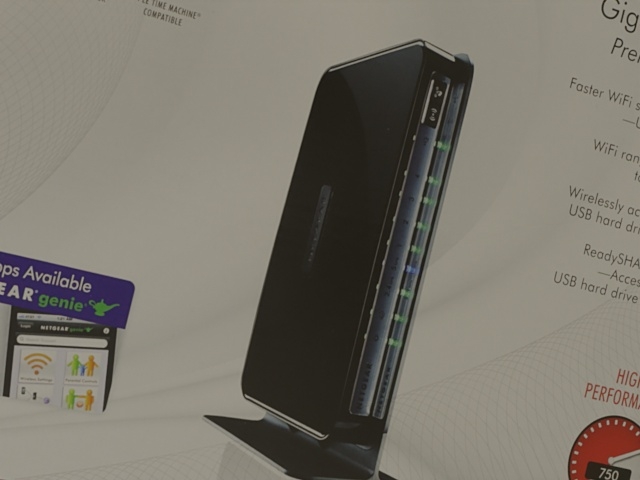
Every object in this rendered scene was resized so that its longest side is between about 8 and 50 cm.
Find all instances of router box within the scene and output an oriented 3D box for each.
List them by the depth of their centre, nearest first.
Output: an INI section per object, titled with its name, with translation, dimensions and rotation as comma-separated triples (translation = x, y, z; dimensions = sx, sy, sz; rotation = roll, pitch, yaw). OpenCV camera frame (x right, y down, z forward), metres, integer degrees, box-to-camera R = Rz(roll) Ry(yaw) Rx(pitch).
[router box]
translation = 0.000, 0.000, 0.549
dimensions = 0.082, 0.335, 0.301
rotation = 12, -92, 67
